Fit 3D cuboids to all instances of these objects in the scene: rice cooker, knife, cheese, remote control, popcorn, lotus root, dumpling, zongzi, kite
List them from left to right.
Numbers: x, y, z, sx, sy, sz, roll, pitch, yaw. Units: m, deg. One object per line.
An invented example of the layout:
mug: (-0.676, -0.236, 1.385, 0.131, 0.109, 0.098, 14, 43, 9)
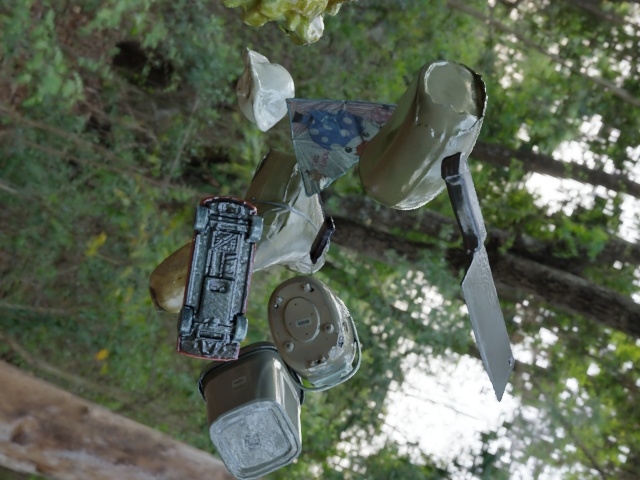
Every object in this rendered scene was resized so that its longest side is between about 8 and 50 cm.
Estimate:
lotus root: (-0.228, 0.056, 1.678, 0.221, 0.118, 0.125, -36, -141, -17)
dumpling: (-0.121, -0.322, 1.848, 0.229, 0.124, 0.151, -88, 156, -56)
zongzi: (-0.106, 0.030, 2.171, 0.356, 0.174, 0.393, 71, 32, -50)
popcorn: (-0.023, -0.341, 1.007, 0.221, 0.183, 0.204, -38, 169, -9)
rice cooker: (-0.016, 0.158, 1.564, 0.206, 0.145, 0.127, 69, 8, 29)
remote control: (0.000, 0.000, 1.560, 0.096, 0.014, 0.039, 117, -30, -41)
kite: (0.065, -0.163, 1.503, 0.335, 0.314, 0.011, -40, 158, -37)
cheese: (0.119, -0.121, 1.117, 0.202, 0.091, 0.175, -49, -159, 44)
knife: (0.142, 0.039, 0.794, 0.072, 0.019, 0.245, -57, 134, -48)

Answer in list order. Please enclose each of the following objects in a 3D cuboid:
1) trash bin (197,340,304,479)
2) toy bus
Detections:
trash bin: (-0.146, 0.372, 1.931, 0.220, 0.219, 0.250, -26, -160, 3)
toy bus: (-0.126, 0.045, 1.077, 0.089, 0.081, 0.195, 170, -72, -75)
